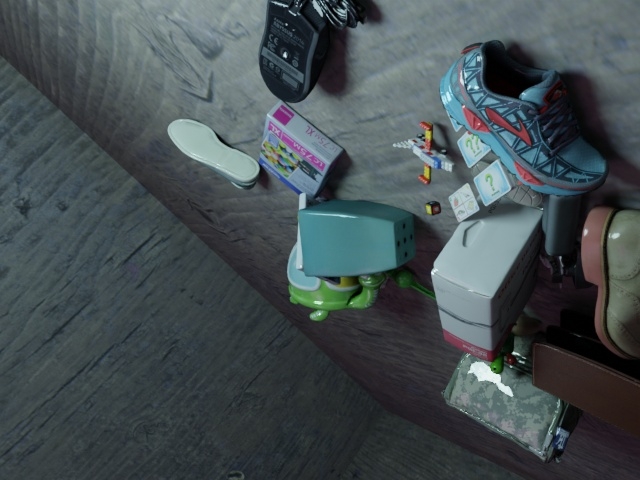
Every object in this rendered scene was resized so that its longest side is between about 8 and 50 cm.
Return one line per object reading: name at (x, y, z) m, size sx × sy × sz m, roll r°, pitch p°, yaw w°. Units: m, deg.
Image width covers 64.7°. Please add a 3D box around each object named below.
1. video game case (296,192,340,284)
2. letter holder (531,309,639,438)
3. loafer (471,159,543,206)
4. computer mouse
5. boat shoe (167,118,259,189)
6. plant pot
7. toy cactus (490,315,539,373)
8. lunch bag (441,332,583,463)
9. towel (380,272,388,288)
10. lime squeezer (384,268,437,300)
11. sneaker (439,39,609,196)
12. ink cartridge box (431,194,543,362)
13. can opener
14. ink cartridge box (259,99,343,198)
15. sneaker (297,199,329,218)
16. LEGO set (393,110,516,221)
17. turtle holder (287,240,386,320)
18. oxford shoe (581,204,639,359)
video game case at (0.000, 0.000, 1.319) m, size 0.023 × 0.201 × 0.183 m, roll -11°, pitch 157°, yaw 32°
letter holder at (0.584, 0.248, 0.972) m, size 0.302 × 0.152 × 0.214 m, roll 24°, pitch 154°, yaw 37°
loafer at (0.315, -0.102, 0.846) m, size 0.125 × 0.039 × 0.045 m, roll 31°, pitch 127°, yaw 13°
computer mouse at (-0.029, -0.350, 0.864) m, size 0.188 × 0.072 × 0.272 m, roll 39°, pitch 149°, yaw 4°
boat shoe at (-0.329, -0.256, 1.545) m, size 0.320 × 0.116 × 0.099 m, roll 31°, pitch 156°, yaw 7°
plant pot at (0.095, -0.004, 1.197) m, size 0.234 × 0.166 × 0.165 m, roll 4°, pitch 106°, yaw 35°
toy cactus at (0.421, 0.190, 1.163) m, size 0.181 × 0.218 × 0.112 m, roll 1°, pitch 148°, yaw -15°
lunch bag at (0.489, 0.367, 1.249) m, size 0.305 × 0.256 × 0.212 m, roll 22°, pitch 155°, yaw 40°
towel at (0.164, 0.099, 1.591) m, size 0.113 × 0.023 × 0.152 m, roll 34°, pitch 160°, yaw 11°
lime squeezer at (0.233, 0.080, 1.403) m, size 0.110 × 0.058 × 0.310 m, roll -27°, pitch 114°, yaw 37°
sneaker at (0.280, -0.160, 0.667) m, size 0.262 × 0.104 × 0.125 m, roll 38°, pitch 159°, yaw 3°
ink cartridge box at (0.322, 0.077, 0.966) m, size 0.117 × 0.207 × 0.283 m, roll 26°, pitch 157°, yaw 32°
can opener at (0.411, -0.015, 0.836) m, size 0.093 × 0.074 × 0.280 m, roll -10°, pitch 141°, yaw 20°
ink cartridge box at (-0.062, -0.201, 1.269) m, size 0.186 × 0.065 × 0.311 m, roll 39°, pitch 163°, yaw 1°
sneaker at (-0.008, -0.085, 1.455) m, size 0.144 × 0.059 × 0.053 m, roll -26°, pitch 85°, yaw 52°
LEGO set at (0.207, -0.122, 0.843) m, size 0.244 × 0.060 × 0.182 m, roll 127°, pitch 124°, yaw -72°
turtle holder at (0.030, 0.096, 1.486) m, size 0.320 × 0.244 × 0.227 m, roll -127°, pitch 31°, yaw -67°
oxford shoe at (0.511, 0.091, 0.792) m, size 0.130 × 0.123 × 0.348 m, roll 9°, pitch 147°, yaw 46°
